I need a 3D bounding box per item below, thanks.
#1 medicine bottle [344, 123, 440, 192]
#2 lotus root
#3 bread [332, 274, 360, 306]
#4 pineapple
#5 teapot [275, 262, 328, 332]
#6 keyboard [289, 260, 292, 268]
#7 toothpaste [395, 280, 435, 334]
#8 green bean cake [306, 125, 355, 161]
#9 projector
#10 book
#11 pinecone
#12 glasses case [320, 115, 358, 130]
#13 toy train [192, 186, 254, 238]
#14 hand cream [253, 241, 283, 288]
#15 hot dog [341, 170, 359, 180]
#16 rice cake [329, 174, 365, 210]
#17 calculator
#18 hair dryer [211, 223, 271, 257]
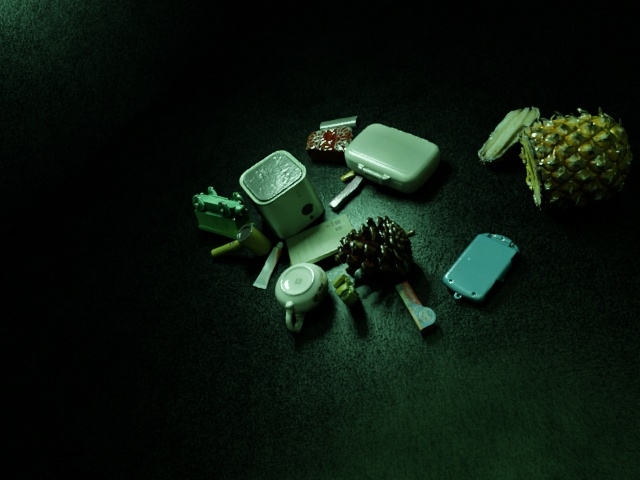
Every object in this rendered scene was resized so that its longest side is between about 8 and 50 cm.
[{"bbox_3d":[0.304,-0.355,1.969,0.375,0.122,0.282,30,64,30],"label":"medicine bottle"},{"bbox_3d":[0.771,-0.409,1.868,0.329,0.078,0.167,-47,28,-13],"label":"lotus root"},{"bbox_3d":[0.094,0.179,1.640,0.064,0.156,0.117,-33,84,3],"label":"bread"},{"bbox_3d":[0.849,-0.280,1.562,0.301,0.352,0.352,-14,50,12],"label":"pineapple"},{"bbox_3d":[-0.070,0.191,1.710,0.205,0.139,0.298,9,56,26],"label":"teapot"},{"bbox_3d":[-0.108,0.129,1.852,0.049,0.015,0.129,-8,52,23],"label":"keyboard"},{"bbox_3d":[0.330,0.224,1.578,0.070,0.044,0.193,-26,49,0],"label":"toothpaste"},{"bbox_3d":[0.048,-0.446,2.174,0.233,0.097,0.198,-3,54,20],"label":"green bean cake"},{"bbox_3d":[-0.163,-0.195,1.968,0.249,0.249,0.248,-37,50,-8],"label":"projector"},{"bbox_3d":[0.000,0.000,1.875,0.283,0.025,0.214,-23,37,5],"label":"book"},{"bbox_3d":[0.196,0.034,1.659,0.309,0.244,0.243,-24,46,29],"label":"pinecone"},{"bbox_3d":[0.094,-0.579,2.298,0.191,0.042,0.071,-5,45,19],"label":"glasses case"},{"bbox_3d":[-0.446,-0.123,2.063,0.301,0.202,0.120,14,42,30],"label":"toy train"},{"bbox_3d":[-0.205,0.101,1.904,0.052,0.038,0.216,-3,55,51],"label":"hand cream"},{"bbox_3d":[0.157,-0.302,2.064,0.137,0.028,0.044,-27,23,-2],"label":"hot dog"},{"bbox_3d":[0.118,-0.210,2.004,0.047,0.036,0.207,38,74,28],"label":"rice cake"},{"bbox_3d":[0.553,0.094,1.581,0.173,0.051,0.293,33,72,36],"label":"calculator"},{"bbox_3d":[-0.352,0.028,1.978,0.279,0.135,0.090,-19,48,31],"label":"hair dryer"}]
